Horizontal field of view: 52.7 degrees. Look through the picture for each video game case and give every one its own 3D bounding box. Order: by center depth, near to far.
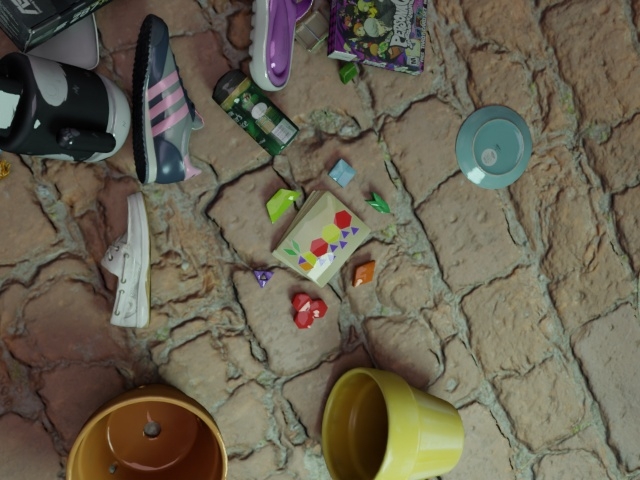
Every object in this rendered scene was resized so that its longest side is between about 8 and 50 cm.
[{"bbox_3d":[0.120,-0.469,1.311,0.210,0.042,0.232,6,87,-24],"label":"video game case"}]

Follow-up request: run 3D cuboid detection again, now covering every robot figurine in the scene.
[{"bbox_3d":[-0.473,-0.227,1.140,0.278,0.173,0.209,1,70,-54],"label":"robot figurine"}]

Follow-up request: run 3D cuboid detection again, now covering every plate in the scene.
[{"bbox_3d":[0.395,-0.209,1.453,0.188,0.024,0.188,-2,98,-13],"label":"plate"}]

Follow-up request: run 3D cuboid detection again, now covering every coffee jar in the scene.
[{"bbox_3d":[-0.133,-0.257,1.291,0.184,0.096,0.079,44,84,-14],"label":"coffee jar"}]

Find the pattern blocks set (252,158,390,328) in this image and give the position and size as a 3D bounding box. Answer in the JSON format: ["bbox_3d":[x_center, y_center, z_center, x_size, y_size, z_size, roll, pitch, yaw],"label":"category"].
[{"bbox_3d":[0.000,0.000,1.391,0.325,0.026,0.285,-41,104,-4],"label":"pattern blocks set"}]

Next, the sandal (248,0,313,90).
[{"bbox_3d":[-0.054,-0.497,1.238,0.102,0.169,0.417,11,106,21],"label":"sandal"}]

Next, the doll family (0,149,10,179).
[{"bbox_3d":[-0.667,-0.164,1.190,0.263,0.118,0.163,-40,98,-23],"label":"doll family"}]

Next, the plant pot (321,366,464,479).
[{"bbox_3d":[0.166,0.413,1.388,0.239,0.254,0.254,14,94,-30],"label":"plant pot"}]

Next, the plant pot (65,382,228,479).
[{"bbox_3d":[-0.336,0.413,1.282,0.290,0.203,0.291,-2,97,-12],"label":"plant pot"}]

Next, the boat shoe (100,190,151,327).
[{"bbox_3d":[-0.383,0.041,1.274,0.096,0.098,0.277,0,99,-14],"label":"boat shoe"}]

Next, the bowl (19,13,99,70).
[{"bbox_3d":[-0.491,-0.384,1.215,0.141,0.053,0.142,-7,100,-12],"label":"bowl"}]

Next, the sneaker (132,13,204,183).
[{"bbox_3d":[-0.294,-0.270,1.261,0.131,0.112,0.319,-2,101,-29],"label":"sneaker"}]

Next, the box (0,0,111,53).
[{"bbox_3d":[-0.515,-0.567,1.101,0.395,0.097,0.318,51,58,-14],"label":"box"}]

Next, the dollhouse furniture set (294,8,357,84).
[{"bbox_3d":[0.016,-0.399,1.343,0.076,0.058,0.152,-43,85,4],"label":"dollhouse furniture set"}]
